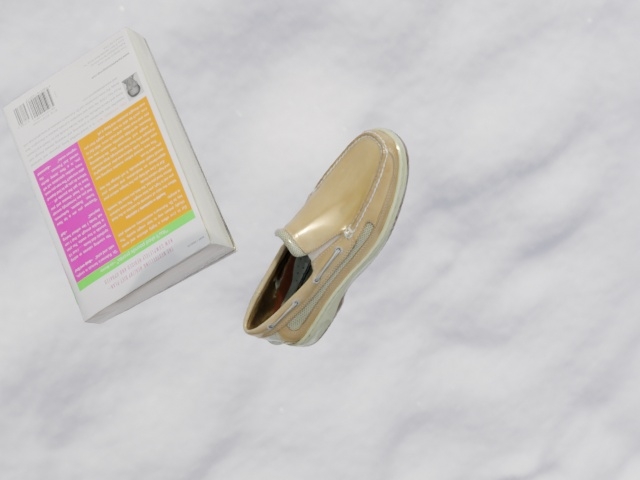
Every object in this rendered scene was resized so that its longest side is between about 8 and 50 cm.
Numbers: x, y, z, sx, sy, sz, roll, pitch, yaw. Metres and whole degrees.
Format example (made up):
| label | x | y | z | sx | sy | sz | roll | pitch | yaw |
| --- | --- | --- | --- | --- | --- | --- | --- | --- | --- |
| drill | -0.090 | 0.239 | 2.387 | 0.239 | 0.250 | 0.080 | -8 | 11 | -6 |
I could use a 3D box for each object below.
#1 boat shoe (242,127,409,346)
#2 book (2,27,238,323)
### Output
| label | x | y | z | sx | sy | sz | roll | pitch | yaw |
| --- | --- | --- | --- | --- | --- | --- | --- | --- | --- |
| boat shoe | 0.000 | 0.000 | 0.862 | 0.072 | 0.068 | 0.190 | 8 | 114 | -43 |
| book | -0.120 | -0.037 | 0.665 | 0.096 | 0.144 | 0.035 | -29 | 163 | 16 |
